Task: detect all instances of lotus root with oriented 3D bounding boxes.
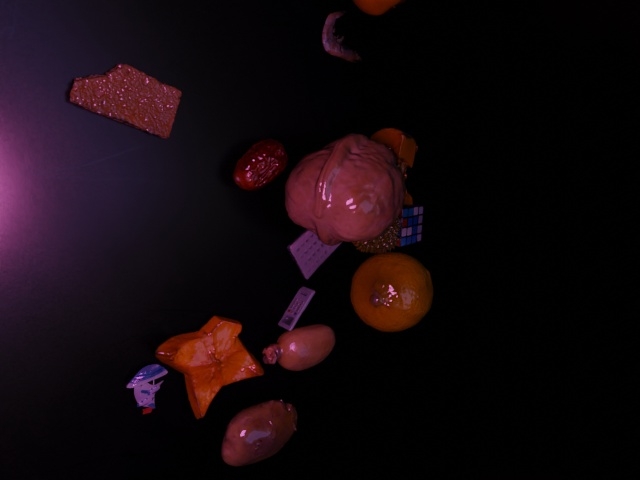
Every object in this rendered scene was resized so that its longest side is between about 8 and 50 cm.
[{"bbox_3d":[-0.052,0.369,1.528,0.304,0.131,0.146,-6,103,-44],"label":"lotus root"}]

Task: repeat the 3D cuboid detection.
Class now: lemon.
[{"bbox_3d":[0.273,0.193,1.693,0.336,0.336,0.335,-13,109,-42],"label":"lemon"}]

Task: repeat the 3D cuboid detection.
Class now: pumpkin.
[{"bbox_3d":[0.288,-0.281,1.605,0.190,0.280,0.139,-45,149,19],"label":"pumpkin"},{"bbox_3d":[-0.316,0.348,1.288,0.258,0.095,0.290,-35,121,-32],"label":"pumpkin"}]

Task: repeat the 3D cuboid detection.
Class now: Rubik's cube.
[{"bbox_3d":[0.300,-0.069,1.753,0.151,0.155,0.154,-11,108,-45],"label":"Rubik's cube"}]

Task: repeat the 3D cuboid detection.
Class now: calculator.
[{"bbox_3d":[0.000,0.000,1.568,0.261,0.021,0.161,-46,128,-27],"label":"calculator"}]

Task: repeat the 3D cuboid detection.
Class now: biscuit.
[{"bbox_3d":[-0.449,-0.339,1.034,0.237,0.026,0.131,16,87,-45],"label":"biscuit"}]

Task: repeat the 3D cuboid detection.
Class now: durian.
[{"bbox_3d":[0.194,-0.065,1.604,0.177,0.200,0.236,-7,100,-69],"label":"durian"}]

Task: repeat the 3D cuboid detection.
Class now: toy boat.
[{"bbox_3d":[-0.478,0.402,1.195,0.105,0.034,0.149,18,100,-49],"label":"toy boat"}]

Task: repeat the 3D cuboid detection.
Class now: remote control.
[{"bbox_3d":[-0.079,0.234,1.519,0.162,0.061,0.029,-57,135,-17],"label":"remote control"}]

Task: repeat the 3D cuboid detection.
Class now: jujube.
[{"bbox_3d":[-0.174,-0.218,1.280,0.112,0.109,0.176,47,66,-4],"label":"jujube"}]

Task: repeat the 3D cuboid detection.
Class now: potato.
[{"bbox_3d":[-0.189,0.627,1.454,0.296,0.141,0.191,-10,110,-46],"label":"potato"}]

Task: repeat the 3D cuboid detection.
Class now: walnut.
[{"bbox_3d":[0.081,-0.152,1.371,0.382,0.382,0.380,-13,109,-42],"label":"walnut"}]

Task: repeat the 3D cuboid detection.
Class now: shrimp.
[{"bbox_3d":[0.082,-0.682,1.474,0.195,0.035,0.147,3,96,-44],"label":"shrimp"}]

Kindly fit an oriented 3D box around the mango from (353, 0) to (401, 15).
[{"bbox_3d":[0.186,-0.913,1.390,0.264,0.221,0.377,-14,101,-39],"label":"mango"}]
